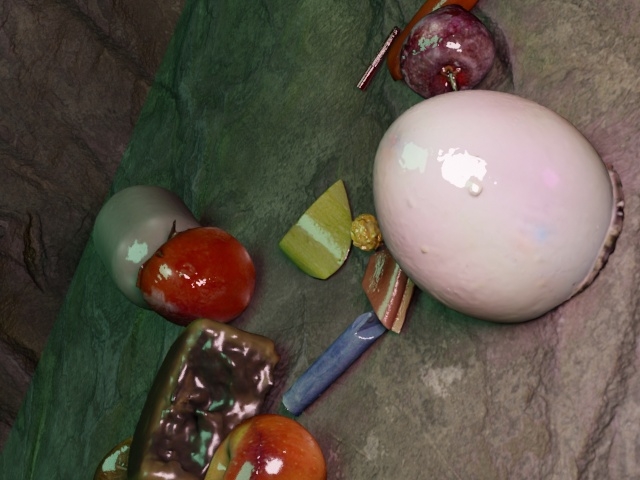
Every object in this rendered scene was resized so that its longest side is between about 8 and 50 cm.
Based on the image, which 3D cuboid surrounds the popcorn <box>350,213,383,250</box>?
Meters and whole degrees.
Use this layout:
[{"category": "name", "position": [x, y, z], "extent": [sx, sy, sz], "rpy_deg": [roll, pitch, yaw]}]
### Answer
[{"category": "popcorn", "position": [0.101, -0.018, 1.570], "extent": [0.057, 0.083, 0.082], "rpy_deg": [-43, 70, 41]}]

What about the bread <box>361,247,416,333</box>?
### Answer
[{"category": "bread", "position": [0.143, 0.073, 1.451], "extent": [0.119, 0.067, 0.192], "rpy_deg": [20, 88, 51]}]

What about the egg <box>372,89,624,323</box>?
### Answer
[{"category": "egg", "position": [0.230, -0.076, 1.164], "extent": [0.354, 0.339, 0.355], "rpy_deg": [-36, 41, 39]}]

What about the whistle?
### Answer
[{"category": "whistle", "position": [0.028, 0.249, 1.516], "extent": [0.304, 0.062, 0.062], "rpy_deg": [-49, 35, 26]}]

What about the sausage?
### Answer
[{"category": "sausage", "position": [0.244, -0.481, 1.652], "extent": [0.300, 0.083, 0.089], "rpy_deg": [-47, 49, 31]}]

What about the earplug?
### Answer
[{"category": "earplug", "position": [-0.484, 0.041, 2.200], "extent": [0.313, 0.312, 0.394], "rpy_deg": [-61, 34, 9]}]

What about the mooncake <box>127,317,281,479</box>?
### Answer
[{"category": "mooncake", "position": [-0.258, 0.384, 1.676], "extent": [0.394, 0.246, 0.393], "rpy_deg": [-57, 24, 14]}]

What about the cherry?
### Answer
[{"category": "cherry", "position": [0.252, -0.376, 1.487], "extent": [0.195, 0.195, 0.195], "rpy_deg": [-35, 43, 41]}]

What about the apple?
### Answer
[{"category": "apple", "position": [-0.112, 0.475, 1.447], "extent": [0.272, 0.206, 0.251], "rpy_deg": [-66, 21, -4]}]

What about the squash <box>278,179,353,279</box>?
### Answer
[{"category": "squash", "position": [0.000, 0.000, 1.766], "extent": [0.237, 0.155, 0.204], "rpy_deg": [-49, -1, 29]}]

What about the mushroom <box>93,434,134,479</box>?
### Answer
[{"category": "mushroom", "position": [-0.533, 0.625, 2.026], "extent": [0.286, 0.151, 0.156], "rpy_deg": [-56, 34, 17]}]

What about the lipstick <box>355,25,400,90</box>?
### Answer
[{"category": "lipstick", "position": [0.145, -0.453, 1.840], "extent": [0.176, 0.027, 0.027], "rpy_deg": [-56, 33, 13]}]

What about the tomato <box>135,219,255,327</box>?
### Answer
[{"category": "tomato", "position": [-0.332, 0.104, 1.905], "extent": [0.309, 0.309, 0.170], "rpy_deg": [-64, -12, 4]}]
